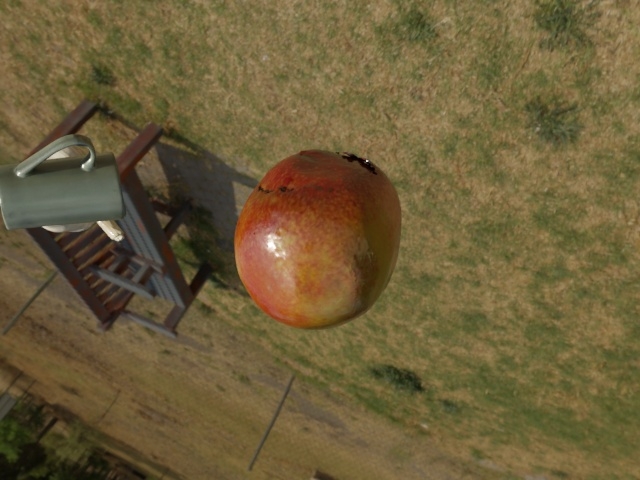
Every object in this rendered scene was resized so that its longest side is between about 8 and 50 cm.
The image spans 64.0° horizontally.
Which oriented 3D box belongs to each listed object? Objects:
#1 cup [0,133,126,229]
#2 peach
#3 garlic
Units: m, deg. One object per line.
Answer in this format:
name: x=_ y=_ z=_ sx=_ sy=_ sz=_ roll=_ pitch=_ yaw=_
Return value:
cup: x=-0.195 y=-0.040 z=0.389 sx=0.075 sy=0.083 sz=0.055 roll=-32 pitch=71 yaw=61
peach: x=0.000 y=0.000 z=0.662 sx=0.230 sy=0.231 sz=0.231 roll=21 pitch=146 yaw=15
garlic: x=-0.486 y=-0.078 z=1.062 sx=0.226 sy=0.199 sz=0.199 roll=36 pitch=150 yaw=18
